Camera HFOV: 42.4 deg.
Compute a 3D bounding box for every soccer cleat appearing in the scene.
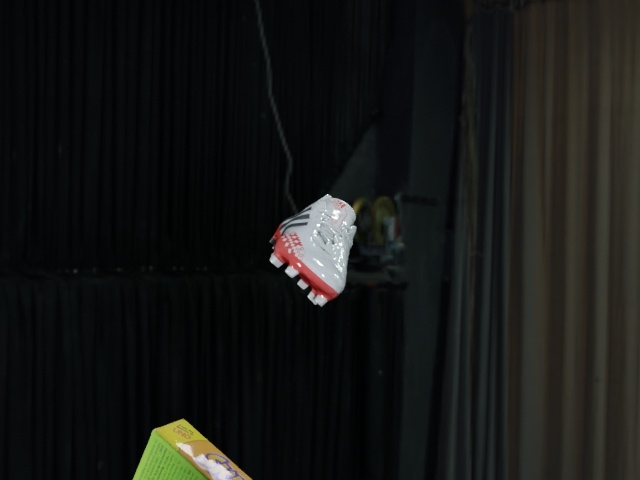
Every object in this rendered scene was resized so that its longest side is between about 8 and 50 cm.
[{"bbox_3d":[0.000,0.000,0.322,0.029,0.035,0.083,45,2,-12],"label":"soccer cleat"}]

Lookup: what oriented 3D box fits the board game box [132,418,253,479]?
[{"bbox_3d":[-0.022,0.231,0.477,0.259,0.124,0.039,35,23,27],"label":"board game box"}]
